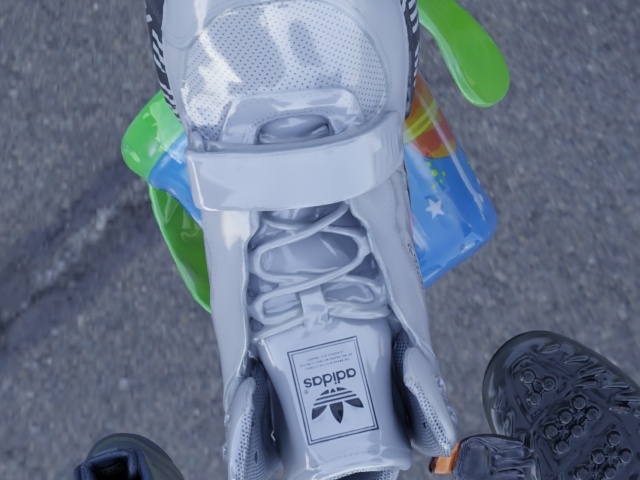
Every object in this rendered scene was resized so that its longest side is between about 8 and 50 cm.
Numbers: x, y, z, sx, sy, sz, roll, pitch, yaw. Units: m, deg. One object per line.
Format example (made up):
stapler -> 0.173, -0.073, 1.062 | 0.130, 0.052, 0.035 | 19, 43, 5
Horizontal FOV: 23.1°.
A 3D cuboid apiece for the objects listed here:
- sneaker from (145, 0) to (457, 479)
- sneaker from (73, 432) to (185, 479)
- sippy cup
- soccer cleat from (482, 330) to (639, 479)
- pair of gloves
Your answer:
sneaker -> 0.000, 0.000, 0.800 | 0.137, 0.210, 0.366 | -10, 147, -2
sneaker -> -0.171, 0.230, 1.407 | 0.111, 0.300, 0.121 | -17, 108, -8
sippy cup -> 0.007, -0.048, 1.171 | 0.240, 0.305, 0.224 | -35, 86, -13
soccer cleat -> 0.221, 0.168, 1.131 | 0.318, 0.116, 0.108 | 40, 94, -21
pair of gloves -> 0.092, 0.156, 0.940 | 0.074, 0.010, 0.083 | 4, 102, -28
